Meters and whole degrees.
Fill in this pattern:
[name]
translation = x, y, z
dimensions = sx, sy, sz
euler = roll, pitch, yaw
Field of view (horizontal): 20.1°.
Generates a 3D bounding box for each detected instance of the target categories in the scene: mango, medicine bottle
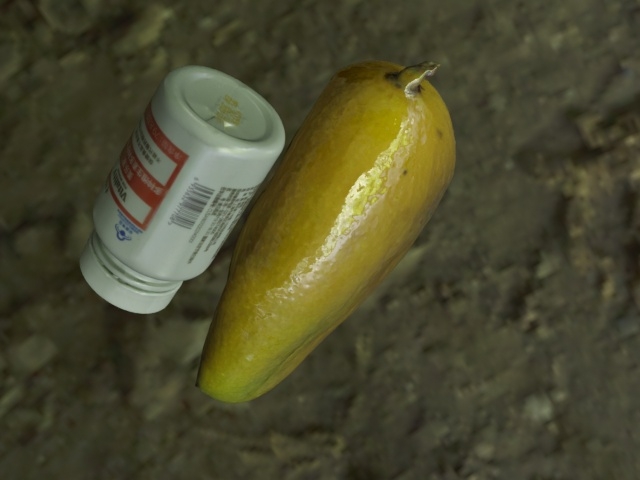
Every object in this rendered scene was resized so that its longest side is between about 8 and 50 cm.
[mango]
translation = 0.000, 0.000, 0.757
dimensions = 0.187, 0.066, 0.101
euler = -57, -6, 21
[medicine bottle]
translation = -0.085, -0.027, 1.053
dimensions = 0.140, 0.079, 0.079
euler = -56, 31, 32
